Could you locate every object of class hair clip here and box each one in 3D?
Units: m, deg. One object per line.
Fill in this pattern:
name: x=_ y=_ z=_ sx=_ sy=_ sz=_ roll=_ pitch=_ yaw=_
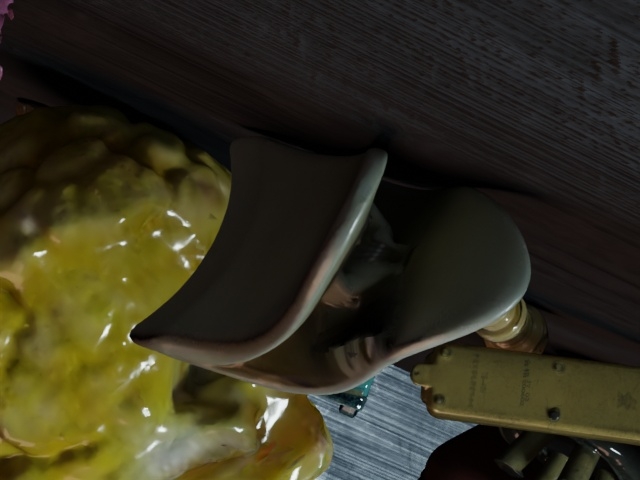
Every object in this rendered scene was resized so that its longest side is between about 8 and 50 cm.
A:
hair clip: x=0.011 y=0.010 z=1.054 sx=0.113 sy=0.173 sz=0.282 roll=35 pitch=158 yaw=-22

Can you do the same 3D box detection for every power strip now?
power strip: x=0.227 y=0.134 z=1.385 sx=0.305 sy=0.064 sz=0.044 roll=7 pitch=164 yaw=5

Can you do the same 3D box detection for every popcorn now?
popcorn: x=-0.184 y=0.074 z=1.395 sx=0.390 sy=0.344 sz=0.354 roll=58 pitch=-172 yaw=-16

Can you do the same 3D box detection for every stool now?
stool: x=0.267 y=0.218 z=1.734 sx=0.153 sy=0.139 sz=0.228 roll=36 pitch=160 yaw=-1

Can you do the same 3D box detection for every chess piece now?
chess piece: x=0.149 y=0.061 z=1.389 sx=0.060 sy=0.060 sz=0.172 roll=21 pitch=171 yaw=23

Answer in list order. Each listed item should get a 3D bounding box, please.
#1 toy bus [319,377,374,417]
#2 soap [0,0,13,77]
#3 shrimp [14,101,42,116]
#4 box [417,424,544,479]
toy bus: x=0.014 y=0.114 z=1.921 sx=0.128 sy=0.147 sz=0.256 roll=22 pitch=179 yaw=0
soap: x=-0.231 y=-0.121 z=0.778 sx=0.099 sy=0.162 sz=0.250 roll=36 pitch=166 yaw=-37
shrimp: x=-0.270 y=-0.104 z=1.631 sx=0.101 sy=0.042 sz=0.190 roll=48 pitch=165 yaw=-21
box: x=0.309 y=0.301 z=1.849 sx=0.403 sy=0.108 sz=0.263 roll=13 pitch=-160 yaw=35
